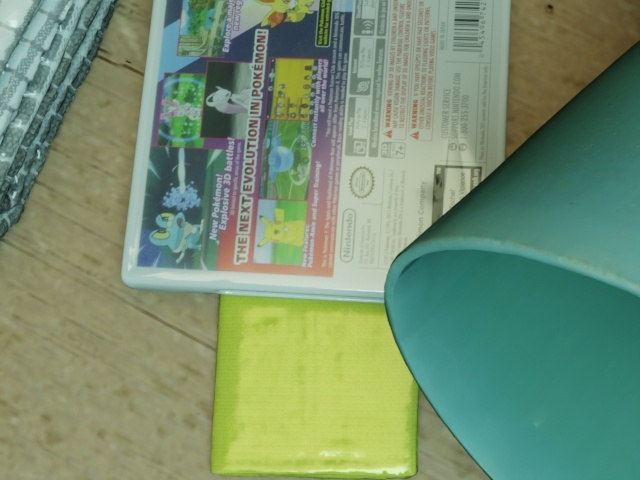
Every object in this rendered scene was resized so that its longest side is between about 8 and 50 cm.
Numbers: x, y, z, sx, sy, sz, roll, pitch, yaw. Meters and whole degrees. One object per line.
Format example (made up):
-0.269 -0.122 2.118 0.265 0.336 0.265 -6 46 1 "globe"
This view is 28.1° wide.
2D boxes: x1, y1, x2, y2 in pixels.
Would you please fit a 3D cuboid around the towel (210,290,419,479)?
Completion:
0.000 0.000 0.644 0.102 0.021 0.237 0 73 5 "towel"

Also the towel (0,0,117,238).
-0.216 -0.156 0.648 0.235 0.121 0.284 21 77 10 "towel"

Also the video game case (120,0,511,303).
0.002 -0.069 0.641 0.183 0.023 0.201 3 75 5 "video game case"

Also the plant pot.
0.206 0.021 0.418 0.293 0.293 0.235 39 74 12 "plant pot"
